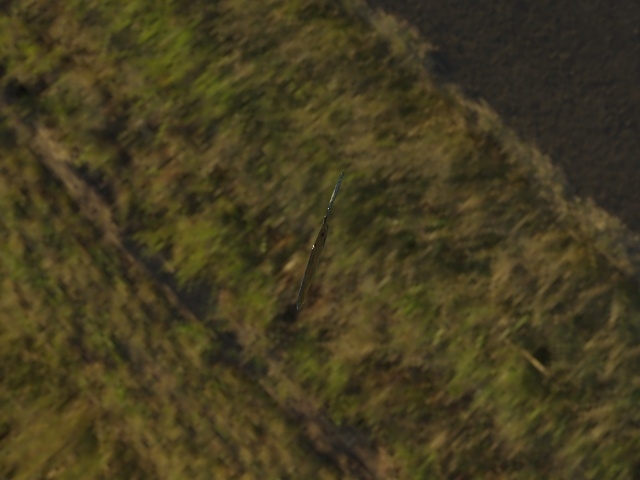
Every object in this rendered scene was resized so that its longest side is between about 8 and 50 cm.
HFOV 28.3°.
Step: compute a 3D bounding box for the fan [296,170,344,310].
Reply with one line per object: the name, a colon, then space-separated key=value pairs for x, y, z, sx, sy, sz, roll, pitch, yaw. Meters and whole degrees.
fan: x=0.000 y=0.000 z=1.146 sx=0.005 sy=0.133 sz=0.085 roll=18 pitch=-171 yaw=6
